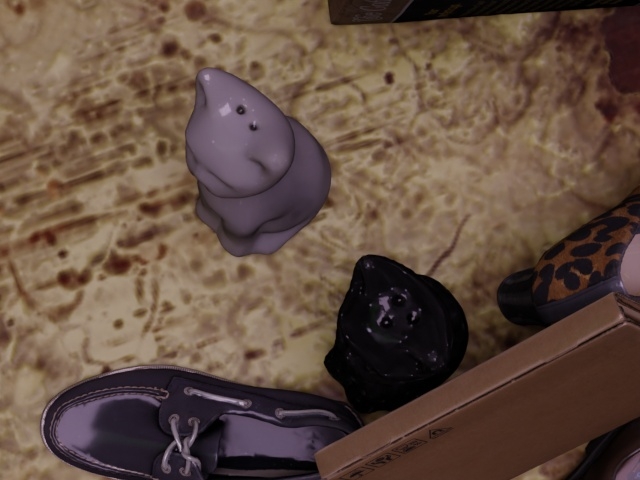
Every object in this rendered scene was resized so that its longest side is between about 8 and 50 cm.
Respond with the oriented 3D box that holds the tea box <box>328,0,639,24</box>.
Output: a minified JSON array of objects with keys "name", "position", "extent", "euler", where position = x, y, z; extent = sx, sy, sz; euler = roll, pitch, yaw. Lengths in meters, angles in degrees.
[{"name":"tea box","position":[0.166,-0.259,0.842],"extent":[0.323,0.329,0.220],"euler":[-6,89,-6]}]

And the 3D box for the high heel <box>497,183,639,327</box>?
[{"name":"high heel","position":[0.238,-0.013,0.912],"extent":[0.261,0.186,0.093],"euler":[-29,91,-6]}]

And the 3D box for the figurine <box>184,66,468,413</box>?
[{"name":"figurine","position":[0.000,0.000,0.866],"extent":[0.092,0.209,0.215],"euler":[-40,83,-4]}]

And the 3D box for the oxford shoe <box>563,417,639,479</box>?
[{"name":"oxford shoe","position":[0.170,0.194,0.946],"extent":[0.082,0.096,0.227],"euler":[33,87,-6]}]

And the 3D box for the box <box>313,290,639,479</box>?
[{"name":"box","position":[0.120,0.099,0.879],"extent":[0.201,0.164,0.021],"euler":[-32,61,24]}]

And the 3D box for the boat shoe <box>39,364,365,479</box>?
[{"name":"boat shoe","position":[-0.071,0.118,0.938],"extent":[0.206,0.065,0.075],"euler":[5,88,-5]}]
